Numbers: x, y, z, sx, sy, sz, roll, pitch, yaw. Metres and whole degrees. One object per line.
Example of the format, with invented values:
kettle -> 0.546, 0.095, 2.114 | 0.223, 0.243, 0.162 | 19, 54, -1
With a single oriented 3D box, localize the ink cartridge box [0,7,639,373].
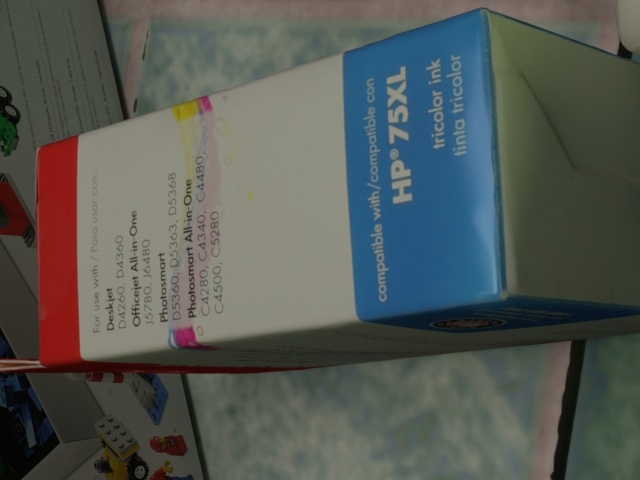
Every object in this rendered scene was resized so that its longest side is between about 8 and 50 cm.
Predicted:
ink cartridge box -> 0.000, 0.000, 0.454 | 0.231, 0.134, 0.078 | -11, 78, 40

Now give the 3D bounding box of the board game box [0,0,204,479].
board game box -> -0.154, -0.006, 0.556 | 0.053, 0.193, 0.305 | -30, 65, 35

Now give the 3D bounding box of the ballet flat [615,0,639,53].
ballet flat -> 0.105, -0.114, 0.408 | 0.316, 0.107, 0.106 | 45, 123, 46
